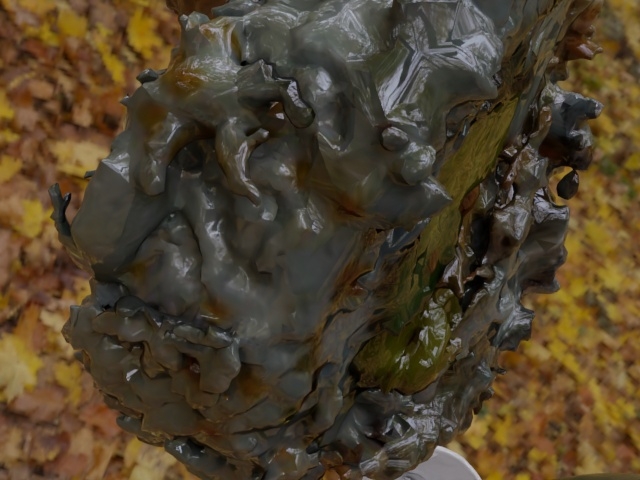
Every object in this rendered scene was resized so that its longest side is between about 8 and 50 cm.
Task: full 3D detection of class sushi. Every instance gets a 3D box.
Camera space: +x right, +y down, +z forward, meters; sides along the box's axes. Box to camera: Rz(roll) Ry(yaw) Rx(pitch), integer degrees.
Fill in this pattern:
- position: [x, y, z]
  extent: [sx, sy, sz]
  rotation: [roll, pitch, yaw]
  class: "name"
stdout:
- position: [0.036, -0.035, 0.675]
  extent: [0.176, 0.417, 0.417]
  rotation: [29, 40, 22]
  class: "sushi"

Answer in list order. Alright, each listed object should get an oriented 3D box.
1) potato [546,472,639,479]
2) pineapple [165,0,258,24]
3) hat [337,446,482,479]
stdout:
- position: [0.088, 0.211, 0.422]
  extent: [0.243, 0.326, 0.221]
  rotation: [-38, 56, -22]
  class: "potato"
- position: [-0.045, -0.239, 1.001]
  extent: [0.223, 0.223, 0.357]
  rotation: [17, 3, -12]
  class: "pineapple"
- position: [0.071, 0.292, 1.206]
  extent: [0.203, 0.126, 0.203]
  rotation: [0, 90, -21]
  class: "hat"
